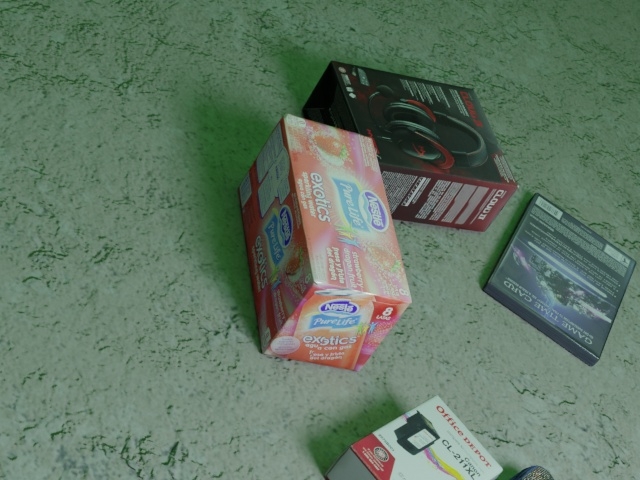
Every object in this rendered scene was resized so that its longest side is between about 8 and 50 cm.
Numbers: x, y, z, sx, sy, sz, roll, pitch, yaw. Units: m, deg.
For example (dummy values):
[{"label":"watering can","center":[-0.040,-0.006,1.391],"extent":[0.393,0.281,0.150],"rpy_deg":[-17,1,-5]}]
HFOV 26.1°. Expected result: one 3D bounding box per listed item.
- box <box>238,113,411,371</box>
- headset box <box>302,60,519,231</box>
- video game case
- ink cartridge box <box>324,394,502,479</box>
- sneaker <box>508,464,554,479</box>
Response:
[{"label":"box","center":[0.000,0.000,1.784],"extent":[0.142,0.154,0.300],"rpy_deg":[13,43,-25]},{"label":"headset box","center":[0.145,-0.137,2.059],"extent":[0.293,0.110,0.218],"rpy_deg":[8,45,-29]},{"label":"video game case","center":[0.368,0.053,2.090],"extent":[0.196,0.026,0.274],"rpy_deg":[35,40,1]},{"label":"ink cartridge box","center":[0.113,0.276,1.641],"extent":[0.175,0.072,0.127],"rpy_deg":[-23,64,-46]},{"label":"sneaker","center":[0.249,0.348,1.651],"extent":[0.083,0.087,0.221],"rpy_deg":[33,39,-3]}]
